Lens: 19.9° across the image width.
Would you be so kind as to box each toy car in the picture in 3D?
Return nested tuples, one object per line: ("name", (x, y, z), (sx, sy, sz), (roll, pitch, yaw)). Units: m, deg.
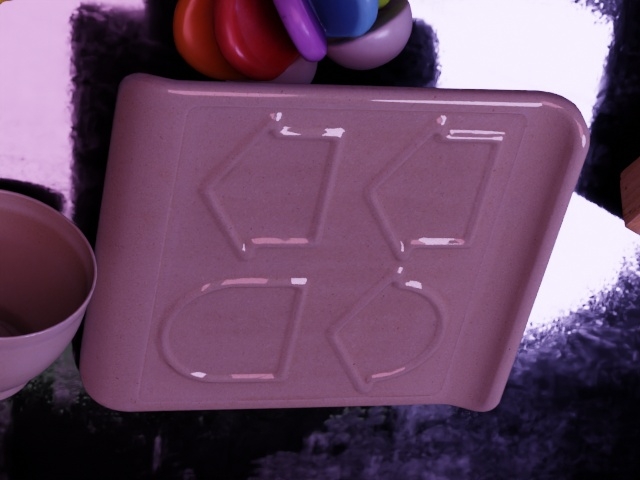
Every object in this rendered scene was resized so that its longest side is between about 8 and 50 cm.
("toy car", (-0.026, -0.178, 1.349), (0.182, 0.136, 0.159), (-20, 112, 16))

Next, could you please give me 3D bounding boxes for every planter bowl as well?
("planter bowl", (-0.257, 0.053, 1.372), (0.162, 0.162, 0.109), (3, 132, -17))

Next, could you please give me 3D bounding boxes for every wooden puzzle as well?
("wooden puzzle", (0.000, 0.000, 1.415), (0.348, 0.080, 0.322), (3, 130, -13))

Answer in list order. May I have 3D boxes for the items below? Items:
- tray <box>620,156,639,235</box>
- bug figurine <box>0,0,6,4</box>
("tray", (0.450, -0.105, 1.441), (0.203, 0.076, 0.411), (27, 133, -22))
("bug figurine", (-0.361, -0.172, 1.270), (0.279, 0.072, 0.216), (-26, 96, -32))
